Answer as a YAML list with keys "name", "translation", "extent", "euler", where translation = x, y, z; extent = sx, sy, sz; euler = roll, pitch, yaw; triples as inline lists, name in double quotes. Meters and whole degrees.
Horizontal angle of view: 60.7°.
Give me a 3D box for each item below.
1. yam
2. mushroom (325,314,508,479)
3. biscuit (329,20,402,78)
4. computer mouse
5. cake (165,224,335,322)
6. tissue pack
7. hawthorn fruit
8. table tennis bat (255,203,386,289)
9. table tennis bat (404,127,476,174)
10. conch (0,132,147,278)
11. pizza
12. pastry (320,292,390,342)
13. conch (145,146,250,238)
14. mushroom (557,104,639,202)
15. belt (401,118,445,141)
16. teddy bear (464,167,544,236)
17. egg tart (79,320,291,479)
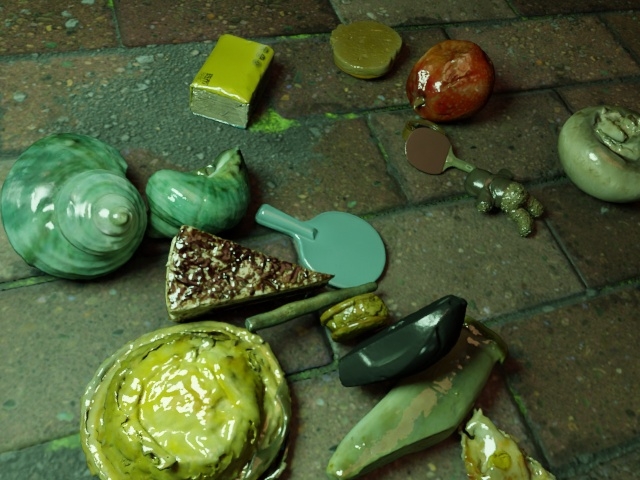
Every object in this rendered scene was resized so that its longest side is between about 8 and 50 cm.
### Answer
- name: "yam"
  translation: [-0.007, 0.094, 0.832]
  extent: [0.234, 0.027, 0.029]
  euler: [-14, 43, -31]
- name: "mushroom"
  translation: [0.150, 0.237, 0.788]
  extent: [0.107, 0.087, 0.333]
  euler: [41, 63, 17]
- name: "biscuit"
  translation: [0.095, -0.422, 1.217]
  extent: [0.170, 0.050, 0.170]
  euler: [1, 56, -1]
- name: "computer mouse"
  translation: [0.120, 0.149, 0.765]
  extent: [0.122, 0.217, 0.073]
  euler: [-20, 79, -54]
- name: "cake"
  translation: [-0.116, 0.080, 0.818]
  extent: [0.246, 0.112, 0.135]
  euler: [19, 76, -14]
- name: "tissue pack"
  translation: [-0.171, -0.316, 1.072]
  extent: [0.120, 0.082, 0.169]
  euler: [18, 57, 1]
- name: "hawthorn fruit"
  translation: [0.266, -0.331, 1.128]
  extent: [0.179, 0.173, 0.173]
  euler: [0, 58, -14]
- name: "table tennis bat"
  translation: [0.000, 0.000, 0.937]
  extent: [0.237, 0.038, 0.149]
  euler: [23, 58, -2]
- name: "table tennis bat"
  translation: [0.238, -0.168, 1.086]
  extent: [0.157, 0.013, 0.087]
  euler: [20, 84, -11]
- name: "conch"
  translation: [-0.358, -0.050, 0.819]
  extent: [0.277, 0.195, 0.220]
  euler: [18, 61, 46]
- name: "pizza"
  translation: [0.273, 0.374, 0.733]
  extent: [0.189, 0.071, 0.296]
  euler: [1, 57, -10]
- name: "pastry"
  translation: [0.053, 0.119, 0.834]
  extent: [0.097, 0.109, 0.057]
  euler: [5, 57, -62]
- name: "conch"
  translation: [-0.198, -0.074, 0.892]
  extent: [0.188, 0.122, 0.176]
  euler: [-18, 36, -22]
- name: "mushroom"
  translation: [0.594, -0.184, 1.090]
  extent: [0.227, 0.178, 0.226]
  euler: [9, 48, -10]
- name: "belt"
  translation: [0.209, -0.217, 1.117]
  extent: [0.083, 0.036, 0.059]
  euler: [15, 50, -2]
- name: "teddy bear"
  translation: [0.351, -0.086, 1.037]
  extent: [0.160, 0.078, 0.119]
  euler: [34, 61, 9]
- name: "egg tart"
  translation: [-0.169, 0.225, 0.716]
  extent: [0.291, 0.107, 0.290]
  euler: [5, 57, -8]
